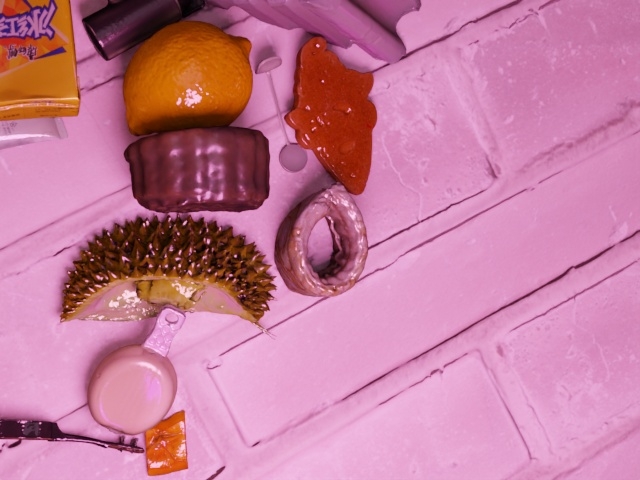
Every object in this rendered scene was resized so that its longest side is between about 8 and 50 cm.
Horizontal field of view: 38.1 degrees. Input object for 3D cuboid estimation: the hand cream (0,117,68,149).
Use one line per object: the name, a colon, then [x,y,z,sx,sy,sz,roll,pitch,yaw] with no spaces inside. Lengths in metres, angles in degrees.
hand cream: [-0.512,-0.172,1.471,0.205,0.050,0.078,-19,88,-18]

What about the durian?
durian: [-0.238,0.056,1.523,0.356,0.157,0.169,5,123,-13]

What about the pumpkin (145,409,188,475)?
pumpkin: [-0.253,0.337,1.531,0.073,0.035,0.101,-7,88,-17]

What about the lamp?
lamp: [-0.064,-0.212,1.583,0.050,0.056,0.198,-19,97,-17]

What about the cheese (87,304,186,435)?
cheese: [-0.281,0.204,1.480,0.137,0.064,0.227,26,103,-17]

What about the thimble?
thimble: [0.000,0.000,1.544,0.138,0.143,0.190,5,88,-13]

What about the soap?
soap: [-0.010,-0.425,1.604,0.302,0.258,0.158,21,81,-57]

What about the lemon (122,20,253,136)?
lemon: [-0.209,-0.253,1.478,0.244,0.187,0.186,-35,97,-12]

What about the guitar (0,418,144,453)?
guitar: [-0.412,0.310,1.478,0.271,0.084,0.038,10,76,-21]

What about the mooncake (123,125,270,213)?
mooncake: [-0.190,-0.102,1.457,0.228,0.228,0.124,-5,88,-14]

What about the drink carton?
drink carton: [-0.465,-0.367,1.434,0.155,0.111,0.351,-6,83,-15]

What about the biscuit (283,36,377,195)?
biscuit: [0.026,-0.213,1.600,0.183,0.043,0.280,-23,105,-21]

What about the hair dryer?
hair dryer: [-0.324,-0.443,1.488,0.196,0.078,0.248,-34,110,-14]
